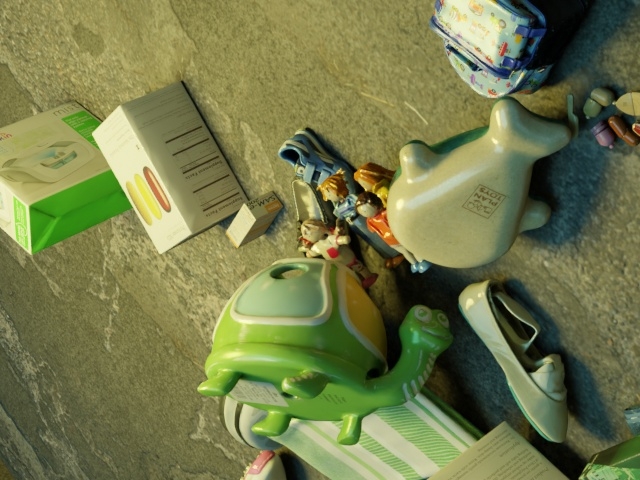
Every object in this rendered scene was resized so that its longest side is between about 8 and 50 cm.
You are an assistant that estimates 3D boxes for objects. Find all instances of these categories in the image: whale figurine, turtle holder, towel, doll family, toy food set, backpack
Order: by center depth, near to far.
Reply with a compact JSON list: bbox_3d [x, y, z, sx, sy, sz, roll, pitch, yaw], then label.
[{"bbox_3d":[0.347,-0.141,1.350,0.122,0.019,0.077,12,124,37],"label":"toy food set"},{"bbox_3d":[0.205,-0.245,1.367,0.158,0.117,0.173,47,145,20],"label":"backpack"},{"bbox_3d":[0.198,-0.087,1.468,0.216,0.141,0.272,23,133,-14],"label":"whale figurine"},{"bbox_3d":[0.441,0.266,1.506,0.119,0.029,0.067,60,145,0],"label":"towel"},{"bbox_3d":[-0.004,0.142,1.652,0.243,0.227,0.320,33,147,-33],"label":"turtle holder"},{"bbox_3d":[0.073,-0.033,1.689,0.163,0.118,0.263,47,150,-11],"label":"doll family"},{"bbox_3d":[0.092,0.315,1.833,0.248,0.038,0.325,39,137,-23],"label":"towel"}]

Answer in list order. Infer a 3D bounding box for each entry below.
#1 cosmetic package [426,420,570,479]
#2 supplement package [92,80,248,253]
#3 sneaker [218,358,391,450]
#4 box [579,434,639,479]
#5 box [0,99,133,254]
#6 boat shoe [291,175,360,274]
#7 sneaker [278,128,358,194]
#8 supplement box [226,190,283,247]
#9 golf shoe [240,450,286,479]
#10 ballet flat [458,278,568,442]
[{"bbox_3d":[0.307,0.450,1.589,0.365,0.197,0.155,44,154,33],"label":"cosmetic package"},{"bbox_3d":[-0.257,-0.123,1.994,0.139,0.134,0.244,-30,90,55],"label":"supplement package"},{"bbox_3d":[-0.024,0.266,1.955,0.258,0.169,0.447,28,146,21],"label":"sneaker"},{"bbox_3d":[0.497,0.311,1.404,0.232,0.058,0.322,44,142,-1],"label":"box"},{"bbox_3d":[-0.501,-0.123,2.184,0.231,0.262,0.126,38,138,30],"label":"box"},{"bbox_3d":[-0.001,0.001,1.820,0.080,0.073,0.223,-1,114,49],"label":"boat shoe"},{"bbox_3d":[-0.004,-0.107,1.763,0.144,0.059,0.053,40,139,20],"label":"sneaker"},{"bbox_3d":[-0.111,-0.035,1.940,0.036,0.062,0.098,54,143,12],"label":"supplement box"},{"bbox_3d":[-0.083,0.522,2.270,0.140,0.115,0.306,27,140,23],"label":"golf shoe"},{"bbox_3d":[0.281,0.158,1.592,0.248,0.086,0.086,56,144,8],"label":"ballet flat"}]
